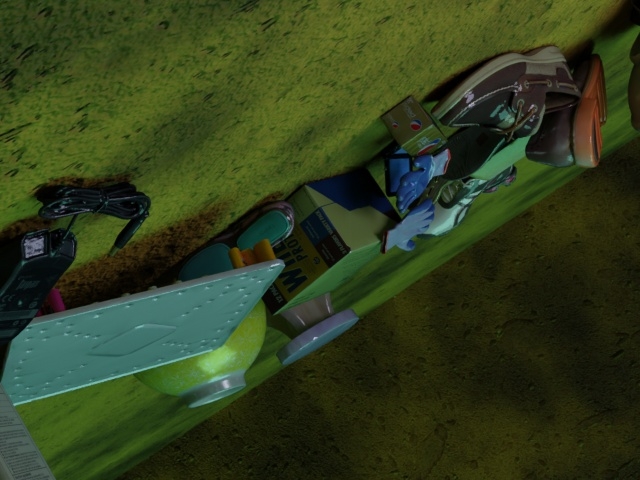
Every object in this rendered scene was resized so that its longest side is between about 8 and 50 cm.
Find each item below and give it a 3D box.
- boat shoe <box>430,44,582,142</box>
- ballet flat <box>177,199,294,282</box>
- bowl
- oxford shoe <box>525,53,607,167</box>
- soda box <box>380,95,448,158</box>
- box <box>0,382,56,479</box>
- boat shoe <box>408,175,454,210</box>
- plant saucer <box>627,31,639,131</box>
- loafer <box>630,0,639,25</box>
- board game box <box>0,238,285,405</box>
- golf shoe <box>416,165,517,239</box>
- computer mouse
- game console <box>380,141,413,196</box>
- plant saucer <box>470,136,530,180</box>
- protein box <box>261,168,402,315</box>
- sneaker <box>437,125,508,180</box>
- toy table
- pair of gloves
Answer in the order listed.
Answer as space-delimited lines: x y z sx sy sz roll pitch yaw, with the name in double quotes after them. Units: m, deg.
0.318 -0.227 1.773 0.342 0.123 0.123 -22 165 -47 "boat shoe"
-0.129 0.010 1.722 0.221 0.077 0.079 -36 -172 15 "ballet flat"
-0.217 0.217 2.013 0.290 0.156 0.289 -21 169 -4 "bowl"
0.453 -0.248 1.996 0.133 0.129 0.363 -3 -152 22 "oxford shoe"
0.149 -0.173 1.707 0.061 0.058 0.181 -35 169 10 "soda box"
-0.450 0.305 1.437 0.121 0.311 0.148 -34 169 3 "box"
0.215 -0.117 2.175 0.060 0.064 0.178 8 146 -25 "boat shoe"
0.647 -0.377 1.901 0.400 0.101 0.400 -56 -178 4 "plant saucer"
0.565 -0.414 1.871 0.061 0.062 0.170 8 171 -5 "loafer"
-0.288 0.130 1.630 0.390 0.050 0.390 -13 162 -26 "board game box"
0.298 -0.114 2.367 0.273 0.105 0.120 -39 153 3 "golf shoe"
-0.311 0.018 1.248 0.262 0.060 0.184 -51 158 26 "computer mouse"
0.158 -0.135 1.870 0.107 0.071 0.122 -37 169 24 "game console"
0.369 -0.185 2.157 0.188 0.045 0.188 -35 -170 9 "plant saucer"
0.000 0.000 1.845 0.201 0.136 0.200 -40 168 33 "protein box"
0.322 -0.192 2.056 0.222 0.083 0.118 -41 167 33 "sneaker"
-0.038 0.154 2.371 0.252 0.160 0.274 -35 170 10 "toy table"
0.158 -0.059 1.798 0.159 0.023 0.198 -32 142 -46 "pair of gloves"
